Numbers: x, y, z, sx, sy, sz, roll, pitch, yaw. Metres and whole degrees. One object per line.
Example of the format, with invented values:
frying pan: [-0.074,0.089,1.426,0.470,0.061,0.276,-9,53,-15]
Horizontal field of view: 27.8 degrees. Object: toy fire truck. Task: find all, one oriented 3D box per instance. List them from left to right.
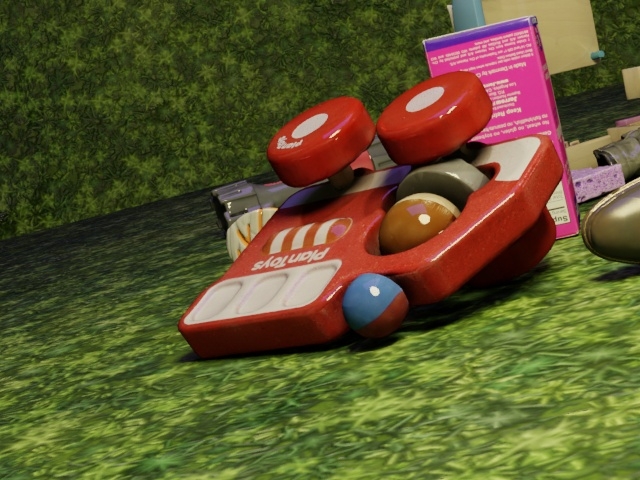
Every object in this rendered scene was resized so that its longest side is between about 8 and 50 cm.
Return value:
toy fire truck: [0.047,0.002,1.094,0.302,0.169,0.254,-9,33,40]

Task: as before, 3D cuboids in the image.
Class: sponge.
sponge: [0.231,-0.044,1.477,0.210,0.031,0.117,-17,8,-28]

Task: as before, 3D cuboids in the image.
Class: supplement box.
supplement box: [0.185,-0.108,1.302,0.114,0.220,0.111,-11,8,14]

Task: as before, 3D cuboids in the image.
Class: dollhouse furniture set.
dollhouse furniture set: [0.289,-0.231,1.724,0.286,0.303,0.198,-17,9,-25]

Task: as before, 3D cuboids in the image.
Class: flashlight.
flashlight: [-0.026,-0.089,2.073,0.304,0.103,0.103,-17,-19,-16]

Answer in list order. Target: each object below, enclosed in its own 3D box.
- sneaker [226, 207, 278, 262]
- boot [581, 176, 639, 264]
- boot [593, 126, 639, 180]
sneaker: [0.000,0.000,1.420,0.214,0.084,0.083,-2,7,18]
boot: [0.309,-0.024,0.963,0.219,0.082,0.106,-12,5,4]
boot: [0.412,-0.126,1.597,0.161,0.083,0.246,-18,5,13]
